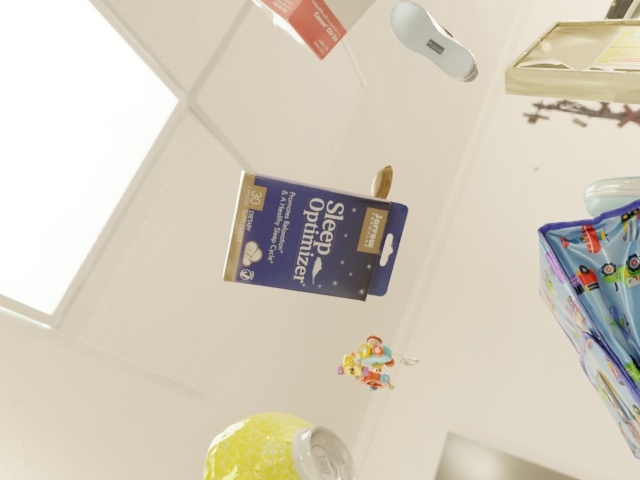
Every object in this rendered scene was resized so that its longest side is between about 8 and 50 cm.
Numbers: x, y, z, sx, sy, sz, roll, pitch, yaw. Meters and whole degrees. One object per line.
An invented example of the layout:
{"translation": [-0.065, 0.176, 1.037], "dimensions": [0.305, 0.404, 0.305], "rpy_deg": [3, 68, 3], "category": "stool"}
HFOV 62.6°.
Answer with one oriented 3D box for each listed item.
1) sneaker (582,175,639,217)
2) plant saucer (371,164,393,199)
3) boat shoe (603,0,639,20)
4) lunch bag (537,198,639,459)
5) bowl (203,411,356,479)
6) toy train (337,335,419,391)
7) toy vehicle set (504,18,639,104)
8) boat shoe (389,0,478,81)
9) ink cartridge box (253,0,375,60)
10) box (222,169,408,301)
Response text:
{"translation": [0.507, 0.026, 0.731], "dimensions": [0.127, 0.319, 0.208], "rpy_deg": [13, -87, -40], "category": "sneaker"}
{"translation": [0.117, -0.108, 1.021], "dimensions": [0.083, 0.015, 0.083], "rpy_deg": [-46, -34, -45], "category": "plant saucer"}
{"translation": [0.704, -0.511, 1.275], "dimensions": [0.081, 0.068, 0.227], "rpy_deg": [-22, -31, -31], "category": "boat shoe"}
{"translation": [0.383, 0.135, 0.650], "dimensions": [0.221, 0.138, 0.293], "rpy_deg": [51, -154, -56], "category": "lunch bag"}
{"translation": [-0.034, 0.402, 0.884], "dimensions": [0.156, 0.289, 0.289], "rpy_deg": [-41, -24, 21], "category": "bowl"}
{"translation": [0.101, 0.220, 0.950], "dimensions": [0.166, 0.125, 0.046], "rpy_deg": [123, 158, -50], "category": "toy train"}
{"translation": [0.383, -0.219, 0.631], "dimensions": [0.166, 0.267, 0.035], "rpy_deg": [-43, -47, -30], "category": "toy vehicle set"}
{"translation": [0.231, -0.395, 1.057], "dimensions": [0.080, 0.228, 0.076], "rpy_deg": [-53, -25, 20], "category": "boat shoe"}
{"translation": [0.025, -0.295, 0.530], "dimensions": [0.198, 0.115, 0.067], "rpy_deg": [-46, -40, 9], "category": "ink cartridge box"}
{"translation": [0.000, 0.000, 0.667], "dimensions": [0.225, 0.036, 0.136], "rpy_deg": [9, -78, -16], "category": "box"}
